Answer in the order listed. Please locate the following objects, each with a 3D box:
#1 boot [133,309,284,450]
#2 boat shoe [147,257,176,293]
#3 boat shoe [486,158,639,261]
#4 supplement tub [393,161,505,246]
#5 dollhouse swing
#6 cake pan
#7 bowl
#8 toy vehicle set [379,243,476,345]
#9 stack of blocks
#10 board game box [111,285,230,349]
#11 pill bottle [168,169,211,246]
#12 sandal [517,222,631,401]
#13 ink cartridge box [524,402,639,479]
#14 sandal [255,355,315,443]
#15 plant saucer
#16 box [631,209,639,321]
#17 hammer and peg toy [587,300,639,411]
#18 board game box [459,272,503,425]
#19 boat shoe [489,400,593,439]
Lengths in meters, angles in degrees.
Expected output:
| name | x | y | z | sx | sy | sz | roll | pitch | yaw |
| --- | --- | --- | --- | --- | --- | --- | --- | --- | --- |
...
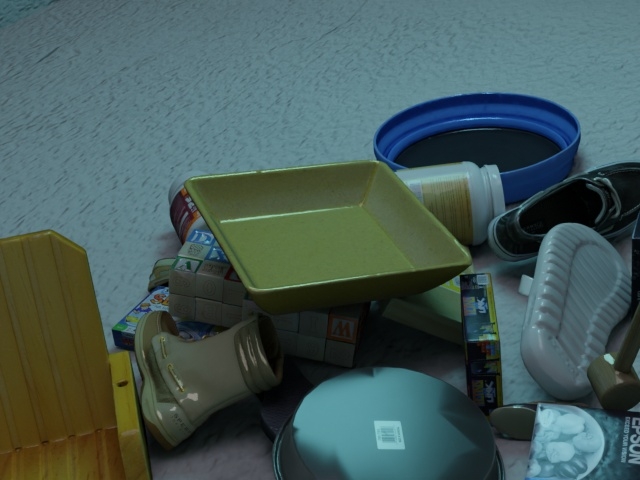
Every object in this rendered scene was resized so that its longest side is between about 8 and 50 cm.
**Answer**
| name | x | y | z | sx | sy | sz | roll | pitch | yaw |
| --- | --- | --- | --- | --- | --- | --- | --- | --- | --- |
| boot | -0.157 | 0.155 | 1.645 | 0.203 | 0.095 | 0.262 | -30 | 32 | 8 |
| boat shoe | -0.198 | 0.069 | 1.929 | 0.190 | 0.068 | 0.072 | -7 | 39 | 23 |
| boat shoe | 0.432 | -0.049 | 1.882 | 0.335 | 0.121 | 0.119 | -24 | -3 | -21 |
| supplement tub | 0.203 | -0.056 | 1.961 | 0.200 | 0.144 | 0.144 | -7 | 28 | 2 |
| dollhouse swing | -0.414 | 0.201 | 1.479 | 0.347 | 0.305 | 0.315 | -11 | 28 | -8 |
| cake pan | 0.087 | 0.259 | 1.444 | 0.293 | 0.054 | 0.293 | 3 | 35 | -2 |
| bowl | 0.299 | -0.176 | 2.230 | 0.391 | 0.077 | 0.391 | -6 | 29 | 3 |
| toy vehicle set | 0.166 | 0.059 | 1.789 | 0.166 | 0.035 | 0.267 | 21 | 26 | -12 |
| stack of blocks | -0.077 | 0.084 | 1.769 | 0.297 | 0.087 | 0.171 | 11 | 30 | 7 |
| board game box | -0.206 | 0.134 | 1.828 | 0.201 | 0.035 | 0.136 | 8 | 32 | 25 |
| pill bottle | -0.199 | -0.038 | 2.052 | 0.121 | 0.121 | 0.221 | -15 | 29 | -13 |
| sandal | 0.346 | 0.096 | 1.682 | 0.102 | 0.169 | 0.416 | -41 | 2 | 33 |
| ink cartridge box | 0.348 | 0.286 | 1.381 | 0.208 | 0.045 | 0.206 | 3 | 38 | 17 |
| sandal | -0.043 | 0.230 | 1.608 | 0.097 | 0.054 | 0.254 | -5 | 18 | -10 |
| plant saucer | 0.000 | 0.000 | 1.689 | 0.333 | 0.081 | 0.332 | -7 | 33 | -21 |
| box | 0.534 | 0.046 | 1.681 | 0.158 | 0.156 | 0.093 | 4 | 32 | 22 |
| hammer and peg toy | 0.525 | 0.134 | 1.416 | 0.361 | 0.266 | 0.127 | -9 | 47 | -4 |
| board game box | 0.219 | 0.147 | 1.589 | 0.048 | 0.141 | 0.170 | -3 | 29 | 6 |
| boat shoe | 0.290 | 0.230 | 1.518 | 0.137 | 0.049 | 0.043 | 1 | 26 | 10 |
